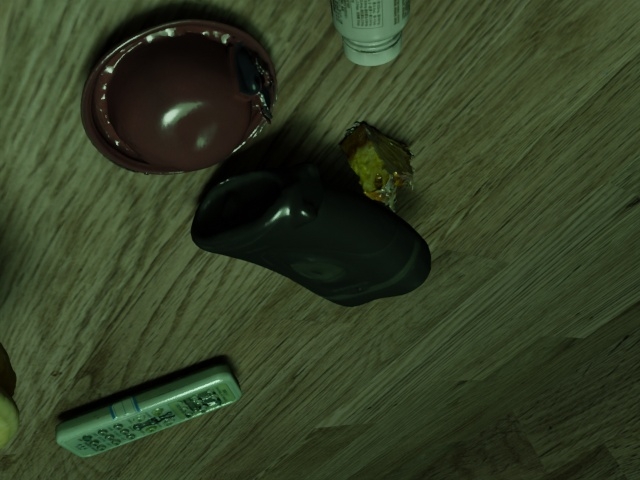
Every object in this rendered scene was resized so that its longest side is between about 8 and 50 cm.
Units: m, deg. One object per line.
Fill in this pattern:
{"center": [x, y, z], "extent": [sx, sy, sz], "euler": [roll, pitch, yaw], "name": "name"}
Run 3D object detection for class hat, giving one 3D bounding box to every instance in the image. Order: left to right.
{"center": [-0.138, -0.131, 0.601], "extent": [0.206, 0.089, 0.205], "euler": [-16, 145, -12], "name": "hat"}

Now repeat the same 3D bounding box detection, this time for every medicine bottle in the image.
{"center": [0.048, -0.245, 0.564], "extent": [0.079, 0.079, 0.140], "euler": [-20, 145, -5], "name": "medicine bottle"}

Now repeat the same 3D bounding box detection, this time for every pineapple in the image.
{"center": [0.077, -0.104, 0.766], "extent": [0.116, 0.137, 0.069], "euler": [45, 110, -9], "name": "pineapple"}

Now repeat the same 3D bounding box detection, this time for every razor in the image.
{"center": [0.001, -0.001, 0.801], "extent": [0.205, 0.113, 0.349], "euler": [-15, 153, 34], "name": "razor"}

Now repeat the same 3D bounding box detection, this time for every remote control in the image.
{"center": [-0.324, 0.322, 1.119], "extent": [0.336, 0.065, 0.128], "euler": [-19, 143, -6], "name": "remote control"}

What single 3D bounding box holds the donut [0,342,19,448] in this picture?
{"center": [-0.516, 0.122, 0.541], "extent": [0.450, 0.198, 0.448], "euler": [4, 143, 3], "name": "donut"}
